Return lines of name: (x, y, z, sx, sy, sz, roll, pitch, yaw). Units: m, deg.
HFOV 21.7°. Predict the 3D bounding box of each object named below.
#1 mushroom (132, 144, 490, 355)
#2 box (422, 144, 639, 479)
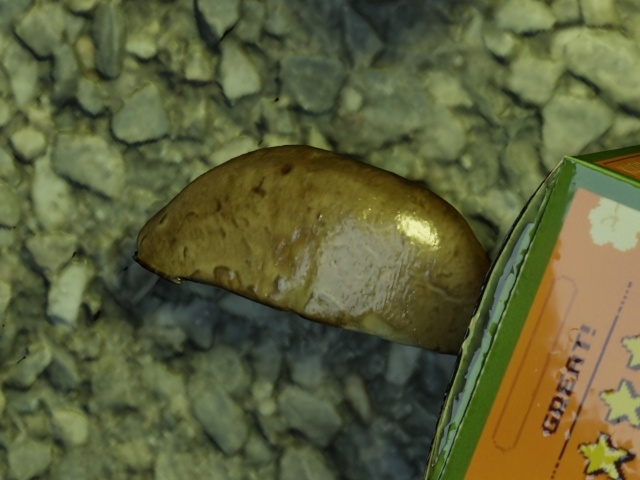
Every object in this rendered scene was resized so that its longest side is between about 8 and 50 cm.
mushroom: (-0.002, 0.000, 0.889, 0.210, 0.072, 0.094, 20, 92, 18)
box: (0.157, 0.059, 0.769, 0.148, 0.195, 0.177, 24, 103, 16)
